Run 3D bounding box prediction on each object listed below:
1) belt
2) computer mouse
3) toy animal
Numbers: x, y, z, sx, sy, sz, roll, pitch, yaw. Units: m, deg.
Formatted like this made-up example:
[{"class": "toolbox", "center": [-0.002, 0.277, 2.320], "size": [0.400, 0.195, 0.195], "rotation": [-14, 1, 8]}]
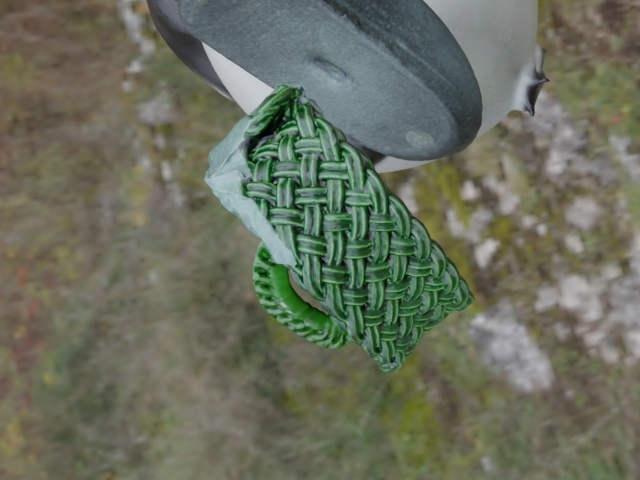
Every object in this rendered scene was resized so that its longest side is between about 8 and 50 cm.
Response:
[{"class": "belt", "center": [0.000, 0.000, 0.883], "size": [0.079, 0.151, 0.121], "rotation": [-41, 55, -2]}, {"class": "computer mouse", "center": [0.003, -0.131, 1.155], "size": [0.229, 0.068, 0.113], "rotation": [34, 144, -20]}, {"class": "toy animal", "center": [0.020, -0.174, 1.383], "size": [0.310, 0.251, 0.251], "rotation": [52, 134, 46]}]
